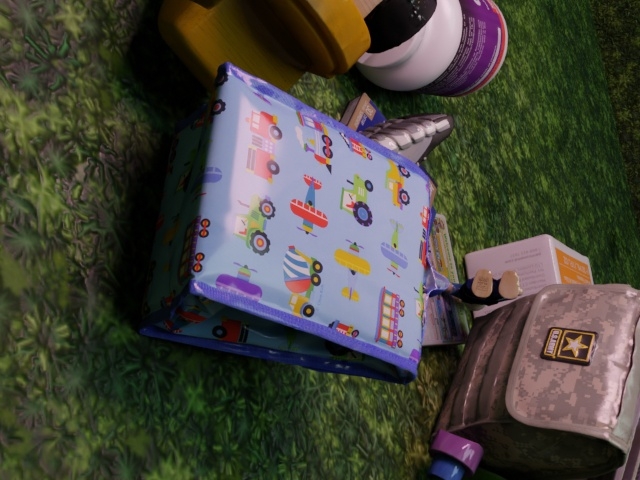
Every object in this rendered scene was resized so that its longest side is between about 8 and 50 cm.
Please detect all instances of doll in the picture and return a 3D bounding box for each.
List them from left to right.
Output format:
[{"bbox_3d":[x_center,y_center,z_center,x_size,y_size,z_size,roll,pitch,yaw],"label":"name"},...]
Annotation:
[{"bbox_3d":[0.241,0.075,1.230,0.189,0.129,0.046,76,18,-79],"label":"doll"}]

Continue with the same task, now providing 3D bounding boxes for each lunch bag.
[{"bbox_3d":[0.002,0.002,0.782,0.293,0.138,0.221,18,62,-24],"label":"lunch bag"},{"bbox_3d":[0.313,0.191,1.116,0.169,0.287,0.235,38,55,-14],"label":"lunch bag"}]

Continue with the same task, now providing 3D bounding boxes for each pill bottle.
[{"bbox_3d":[0.159,-0.317,1.264,0.323,0.181,0.182,-12,86,-60],"label":"pill bottle"}]

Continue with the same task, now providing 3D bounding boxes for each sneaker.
[{"bbox_3d":[0.083,-0.078,1.073,0.228,0.086,0.132,-23,111,-20],"label":"sneaker"}]

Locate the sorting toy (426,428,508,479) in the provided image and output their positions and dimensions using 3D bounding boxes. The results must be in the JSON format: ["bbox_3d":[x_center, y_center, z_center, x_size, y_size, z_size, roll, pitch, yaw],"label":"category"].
[{"bbox_3d":[0.229,0.407,1.140,0.365,0.127,0.126,52,60,-36],"label":"sorting toy"}]

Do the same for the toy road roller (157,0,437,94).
[{"bbox_3d":[-0.067,-0.262,0.863,0.240,0.329,0.202,-47,125,-7],"label":"toy road roller"}]

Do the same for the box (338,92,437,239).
[{"bbox_3d":[0.104,-0.089,1.178,0.225,0.036,0.136,49,37,-22],"label":"box"}]

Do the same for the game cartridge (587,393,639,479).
[{"bbox_3d":[0.394,0.346,1.100,0.230,0.068,0.355,67,45,-63],"label":"game cartridge"}]

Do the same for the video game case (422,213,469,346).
[{"bbox_3d":[0.161,0.055,1.249,0.193,0.023,0.212,8,68,-57],"label":"video game case"}]

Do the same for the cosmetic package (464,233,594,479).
[{"bbox_3d":[0.391,0.240,1.403,0.230,0.161,0.453,18,62,-55],"label":"cosmetic package"}]
